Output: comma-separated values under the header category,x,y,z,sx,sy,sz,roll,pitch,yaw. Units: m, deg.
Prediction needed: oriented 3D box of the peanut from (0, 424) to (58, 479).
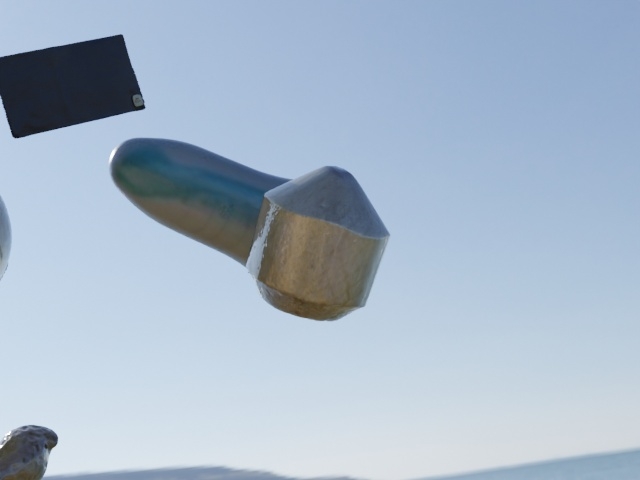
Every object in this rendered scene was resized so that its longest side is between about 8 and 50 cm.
category,x,y,z,sx,sy,sz,roll,pitch,yaw
peanut,-0.480,0.341,1.352,0.228,0.104,0.085,-26,-44,-36

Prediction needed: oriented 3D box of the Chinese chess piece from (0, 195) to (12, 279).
category,x,y,z,sx,sy,sz,roll,pitch,yaw
Chinese chess piece,-0.637,0.006,1.397,0.338,0.338,0.140,-7,-57,-4

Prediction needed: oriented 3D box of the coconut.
category,x,y,z,sx,sy,sz,roll,pitch,yaw
coconut,0.000,0.000,1.378,0.202,0.222,0.202,15,9,-2

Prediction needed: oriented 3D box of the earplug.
category,x,y,z,sx,sy,sz,roll,pitch,yaw
earplug,-0.189,-0.075,1.527,0.324,0.185,0.185,24,-26,-16

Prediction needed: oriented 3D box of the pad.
category,x,y,z,sx,sy,sz,roll,pitch,yaw
pad,-0.351,-0.217,1.305,0.193,0.116,0.004,-17,-1,-23
